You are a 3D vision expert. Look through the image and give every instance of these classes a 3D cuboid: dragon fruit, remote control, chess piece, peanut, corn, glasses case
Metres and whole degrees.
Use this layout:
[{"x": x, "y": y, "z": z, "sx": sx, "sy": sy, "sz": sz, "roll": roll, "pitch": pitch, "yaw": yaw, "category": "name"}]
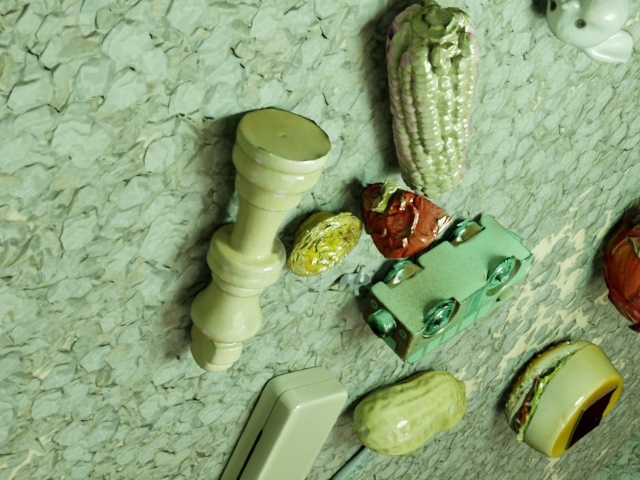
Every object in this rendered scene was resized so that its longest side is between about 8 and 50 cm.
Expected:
[{"x": 0.741, "y": 0.069, "z": 2.192, "sx": 0.277, "sy": 0.277, "sz": 0.342, "roll": -32, "pitch": 107, "yaw": -20, "category": "dragon fruit"}, {"x": 0.070, "y": 0.457, "z": 2.089, "sx": 0.184, "sy": 0.027, "sz": 0.050, "roll": -48, "pitch": 149, "yaw": -6, "category": "remote control"}, {"x": -0.097, "y": 0.021, "z": 1.341, "sx": 0.117, "sy": 0.117, "sz": 0.397, "roll": -15, "pitch": 139, "yaw": -39, "category": "chess piece"}, {"x": 0.096, "y": -0.028, "z": 1.479, "sx": 0.106, "sy": 0.162, "sz": 0.083, "roll": 44, "pitch": 71, "yaw": -21, "category": "dragon fruit"}, {"x": 0.184, "y": 0.329, "z": 1.984, "sx": 0.306, "sy": 0.147, "sz": 0.147, "roll": -18, "pitch": 139, "yaw": -43, "category": "peanut"}, {"x": 0.147, "y": -0.178, "z": 1.394, "sx": 0.127, "sy": 0.126, "sz": 0.335, "roll": -33, "pitch": 149, "yaw": -19, "category": "corn"}, {"x": -0.078, "y": 0.371, "z": 1.775, "sx": 0.144, "sy": 0.076, "sz": 0.336, "roll": -6, "pitch": 130, "yaw": -46, "category": "glasses case"}]

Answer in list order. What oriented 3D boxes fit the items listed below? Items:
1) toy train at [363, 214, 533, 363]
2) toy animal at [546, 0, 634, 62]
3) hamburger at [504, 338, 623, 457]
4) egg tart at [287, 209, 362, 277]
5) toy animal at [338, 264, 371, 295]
[{"x": 0.207, "y": 0.085, "z": 1.731, "sx": 0.326, "sy": 0.129, "sz": 0.159, "roll": -31, "pitch": 150, "yaw": -28, "category": "toy train"}, {"x": 0.417, "y": -0.362, "z": 1.480, "sx": 0.179, "sy": 0.127, "sz": 0.193, "roll": 9, "pitch": 117, "yaw": -54, "category": "toy animal"}, {"x": 0.563, "y": 0.363, "z": 2.400, "sx": 0.300, "sy": 0.176, "sz": 0.300, "roll": -29, "pitch": 143, "yaw": -25, "category": "hamburger"}, {"x": 0.000, "y": 0.000, "z": 1.480, "sx": 0.129, "sy": 0.049, "sz": 0.128, "roll": -29, "pitch": 150, "yaw": -19, "category": "egg tart"}, {"x": 0.062, "y": 0.062, "z": 1.635, "sx": 0.084, "sy": 0.028, "sz": 0.050, "roll": 4, "pitch": 132, "yaw": -51, "category": "toy animal"}]
